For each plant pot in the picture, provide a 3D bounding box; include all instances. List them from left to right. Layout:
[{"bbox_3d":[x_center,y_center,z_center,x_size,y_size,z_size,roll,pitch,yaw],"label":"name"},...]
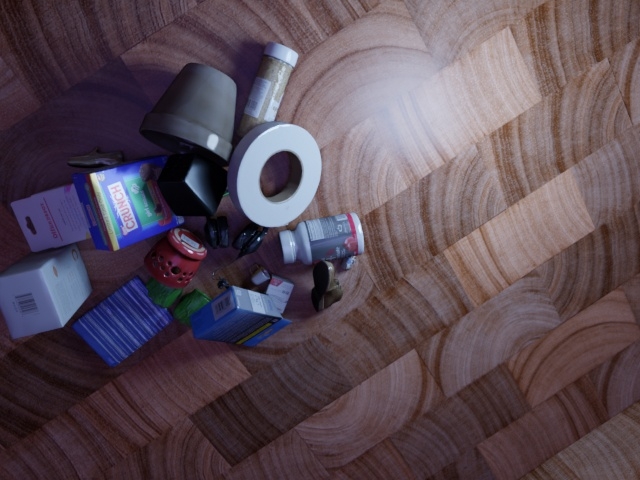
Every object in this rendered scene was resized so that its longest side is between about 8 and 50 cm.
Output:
[{"bbox_3d":[-0.538,0.058,1.816,0.191,0.191,0.174,36,104,-16],"label":"plant pot"},{"bbox_3d":[-0.460,-0.207,1.704,0.167,0.188,0.187,53,47,-51],"label":"plant pot"},{"bbox_3d":[-0.428,-0.444,1.680,0.323,0.323,0.280,19,83,-14],"label":"plant pot"}]

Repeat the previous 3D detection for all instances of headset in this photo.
[{"bbox_3d":[-0.333,-0.012,1.846,0.243,0.185,0.394,15,90,-13],"label":"headset"}]

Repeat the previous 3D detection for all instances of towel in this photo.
[{"bbox_3d":[-0.792,0.330,1.940,0.336,0.040,0.243,-37,106,-1],"label":"towel"}]

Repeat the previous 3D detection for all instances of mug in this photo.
[{"bbox_3d":[-0.254,0.144,1.975,0.064,0.078,0.062,-37,140,10],"label":"mug"}]

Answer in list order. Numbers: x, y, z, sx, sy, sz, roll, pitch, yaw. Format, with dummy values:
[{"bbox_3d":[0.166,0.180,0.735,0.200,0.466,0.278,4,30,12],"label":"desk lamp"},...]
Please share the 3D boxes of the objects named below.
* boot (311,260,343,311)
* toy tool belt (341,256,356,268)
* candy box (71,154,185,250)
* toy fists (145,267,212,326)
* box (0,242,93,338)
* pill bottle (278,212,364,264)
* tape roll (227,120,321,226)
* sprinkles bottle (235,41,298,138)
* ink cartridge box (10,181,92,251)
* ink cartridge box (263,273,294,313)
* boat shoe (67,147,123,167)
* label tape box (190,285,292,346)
[{"bbox_3d":[0.036,0.174,1.952,0.115,0.112,0.305,-14,145,-17],"label":"boot"},{"bbox_3d":[0.123,0.083,2.026,0.051,0.052,0.083,6,109,-43],"label":"toy tool belt"},{"bbox_3d":[-0.662,-0.141,1.694,0.122,0.317,0.268,2,111,37],"label":"candy box"},{"bbox_3d":[-0.563,0.232,1.920,0.279,0.096,0.142,41,86,-15],"label":"toy fists"},{"bbox_3d":[-0.967,0.161,1.697,0.168,0.345,0.215,-13,106,-6],"label":"box"},{"bbox_3d":[0.000,0.000,1.911,0.318,0.176,0.176,-11,106,-7],"label":"pill bottle"},{"bbox_3d":[-0.161,-0.240,1.774,0.392,0.072,0.392,-23,126,-35],"label":"tape roll"},{"bbox_3d":[-0.199,-0.534,1.766,0.121,0.121,0.355,19,101,-14],"label":"sprinkles bottle"},{"bbox_3d":[-0.895,-0.106,1.758,0.353,0.119,0.207,-16,107,-6],"label":"ink cartridge box"},{"bbox_3d":[-0.181,0.221,1.999,0.099,0.056,0.135,21,101,-14],"label":"ink cartridge box"},{"bbox_3d":[-0.821,-0.302,1.756,0.190,0.068,0.072,-3,93,-19],"label":"boat shoe"},{"bbox_3d":[-0.311,0.311,1.919,0.240,0.106,0.333,-34,148,21],"label":"label tape box"}]
